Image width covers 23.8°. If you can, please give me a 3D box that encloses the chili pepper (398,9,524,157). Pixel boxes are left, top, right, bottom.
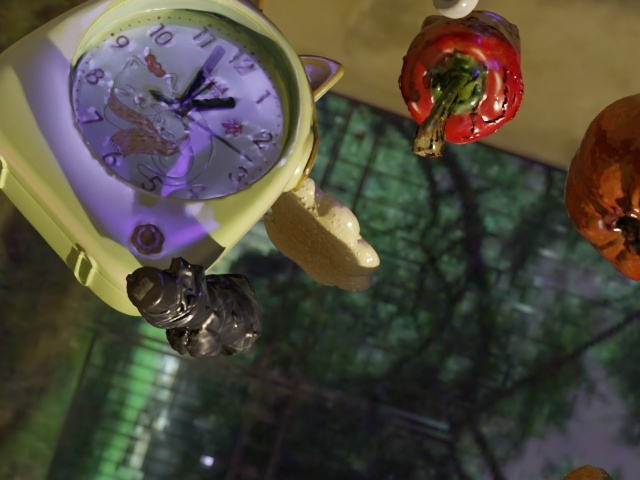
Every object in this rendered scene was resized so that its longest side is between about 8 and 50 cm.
[{"bbox_3d":[0.132,-0.156,1.365,0.387,0.110,0.110,-60,170,-72],"label":"chili pepper"}]

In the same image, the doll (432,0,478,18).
[{"bbox_3d":[0.117,-0.295,1.169,0.159,0.311,0.243,-15,94,-54],"label":"doll"}]

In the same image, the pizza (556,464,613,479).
[{"bbox_3d":[0.249,0.314,1.595,0.182,0.161,0.062,-90,158,-72],"label":"pizza"}]

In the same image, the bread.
[{"bbox_3d":[0.000,0.000,2.099,0.039,0.182,0.251,-45,171,-20],"label":"bread"}]

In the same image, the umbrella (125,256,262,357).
[{"bbox_3d":[-0.115,0.060,1.328,0.224,0.071,0.080,31,39,-72],"label":"umbrella"}]

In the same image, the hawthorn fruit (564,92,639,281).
[{"bbox_3d":[0.369,-0.071,1.504,0.243,0.207,0.207,-43,171,-31],"label":"hawthorn fruit"}]

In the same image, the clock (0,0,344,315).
[{"bbox_3d":[-0.146,-0.121,1.520,0.348,0.286,0.117,-39,174,-25],"label":"clock"}]
